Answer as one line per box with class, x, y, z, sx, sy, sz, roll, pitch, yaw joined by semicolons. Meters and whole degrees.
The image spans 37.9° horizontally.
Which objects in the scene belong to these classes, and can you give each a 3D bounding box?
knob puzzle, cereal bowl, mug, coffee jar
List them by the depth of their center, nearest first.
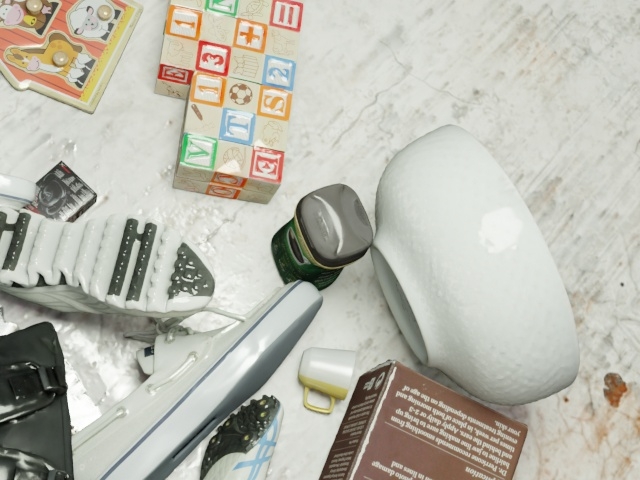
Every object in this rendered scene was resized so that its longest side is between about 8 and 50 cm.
cereal bowl;0.152;0.045;1.084;0.141;0.339;0.339;-23;81;-6
coffee jar;0.000;0.000;1.124;0.079;0.184;0.096;-20;81;-19
mug;0.005;0.167;1.147;0.064;0.062;0.078;14;65;-3
knob puzzle;-0.347;-0.277;1.192;0.213;0.030;0.213;4;74;-14

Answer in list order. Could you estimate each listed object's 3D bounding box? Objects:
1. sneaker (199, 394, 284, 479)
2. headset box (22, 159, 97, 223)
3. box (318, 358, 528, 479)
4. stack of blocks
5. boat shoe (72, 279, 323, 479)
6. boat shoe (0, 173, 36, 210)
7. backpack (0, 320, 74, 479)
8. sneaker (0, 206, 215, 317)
sneaker;-0.097;0.293;1.081;0.086;0.085;0.237;43;58;-35
headset box;-0.323;-0.046;1.132;0.062;0.032;0.083;43;69;0
box;0.078;0.355;1.072;0.191;0.143;0.381;27;68;-7
stack of blocks;-0.124;-0.211;1.203;0.171;0.087;0.297;9;73;-12
boat shoe;-0.167;0.148;1.080;0.156;0.136;0.367;42;76;13
boat shoe;-0.457;-0.036;1.066;0.258;0.095;0.084;0;83;0
backpack;-0.441;0.242;0.909;0.355;0.273;0.290;2;58;-31
sneaker;-0.250;0.036;1.043;0.292;0.118;0.110;9;62;13
